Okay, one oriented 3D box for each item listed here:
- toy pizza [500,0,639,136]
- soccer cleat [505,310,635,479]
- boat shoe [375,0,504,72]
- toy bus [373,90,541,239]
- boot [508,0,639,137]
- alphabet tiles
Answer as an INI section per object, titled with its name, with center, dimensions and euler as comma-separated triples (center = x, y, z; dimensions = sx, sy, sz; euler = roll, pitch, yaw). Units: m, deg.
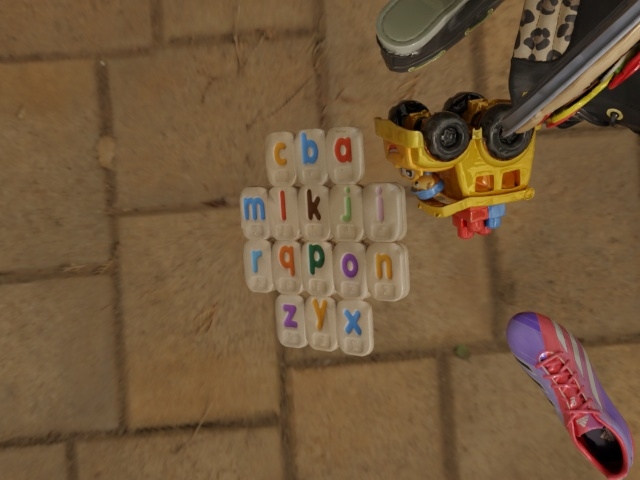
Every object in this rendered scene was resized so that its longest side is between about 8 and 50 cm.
[toy pizza]
center = 0.190, -0.127, 0.711
dimensions = 0.201, 0.201, 0.032
euler = -44, 90, -2
[soccer cleat]
center = 0.327, 0.199, 1.517
dimensions = 0.083, 0.095, 0.248
euler = -33, 96, 16
[boat shoe]
center = 0.153, -0.268, 1.271
dimensions = 0.227, 0.069, 0.081
euler = -38, 66, -11
[toy bus]
center = 0.196, -0.098, 1.682
dimensions = 0.220, 0.149, 0.212
euler = -9, 110, -21
[boot]
center = 0.319, -0.100, 1.070
dimensions = 0.284, 0.138, 0.378
euler = 17, 116, 33
[alphabet tiles]
center = 0.000, 0.000, 1.458
dimensions = 0.021, 0.284, 0.278
euler = -9, 97, -43
